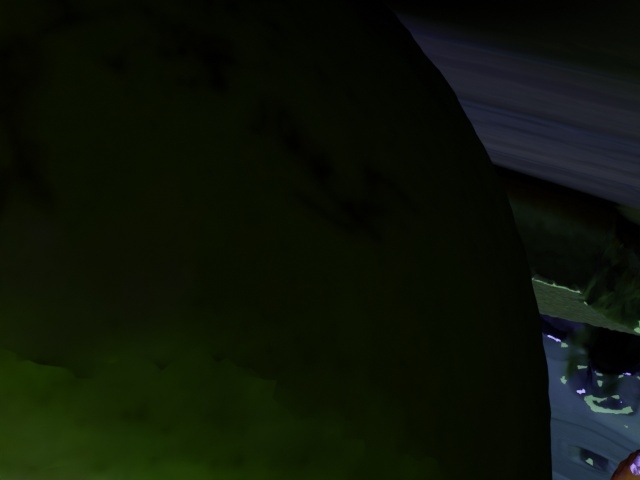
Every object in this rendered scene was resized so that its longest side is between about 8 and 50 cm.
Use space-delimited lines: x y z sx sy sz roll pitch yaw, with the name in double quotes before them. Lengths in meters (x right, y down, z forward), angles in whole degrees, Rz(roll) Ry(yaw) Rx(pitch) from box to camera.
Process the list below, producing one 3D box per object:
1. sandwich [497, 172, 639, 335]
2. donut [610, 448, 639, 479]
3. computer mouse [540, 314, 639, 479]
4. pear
"sandwich" 0.062 -0.015 1.026 0.245 0.063 0.212 20 173 -43
"donut" 0.317 0.156 1.294 0.253 0.118 0.253 -17 161 -6
"computer mouse" 0.241 0.112 1.535 0.228 0.145 0.429 25 167 13
"pear" -0.123 0.058 0.550 0.391 0.391 0.391 19 177 1
